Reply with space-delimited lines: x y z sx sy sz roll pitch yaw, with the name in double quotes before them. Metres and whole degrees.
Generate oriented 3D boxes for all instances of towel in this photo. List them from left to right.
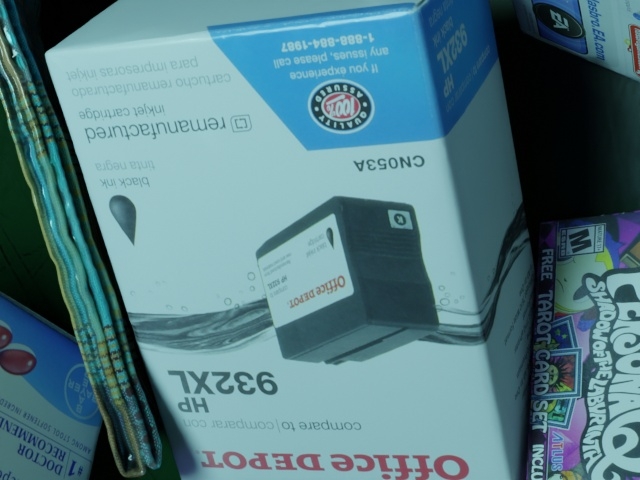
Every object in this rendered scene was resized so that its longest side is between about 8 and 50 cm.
"towel" -0.171 -0.036 0.900 0.040 0.271 0.370 -17 92 -7

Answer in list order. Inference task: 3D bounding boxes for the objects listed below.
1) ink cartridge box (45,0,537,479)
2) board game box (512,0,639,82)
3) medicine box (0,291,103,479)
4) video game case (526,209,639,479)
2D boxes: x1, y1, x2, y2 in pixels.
"ink cartridge box" 0.000 0.000 0.784 0.223 0.129 0.307 -3 117 22
"board game box" 0.221 -0.143 0.603 0.302 0.308 0.086 28 81 23
"medicine box" -0.306 0.172 0.921 0.149 0.263 0.289 -10 57 30
"video game case" 0.219 0.089 0.733 0.210 0.042 0.232 -6 65 31
